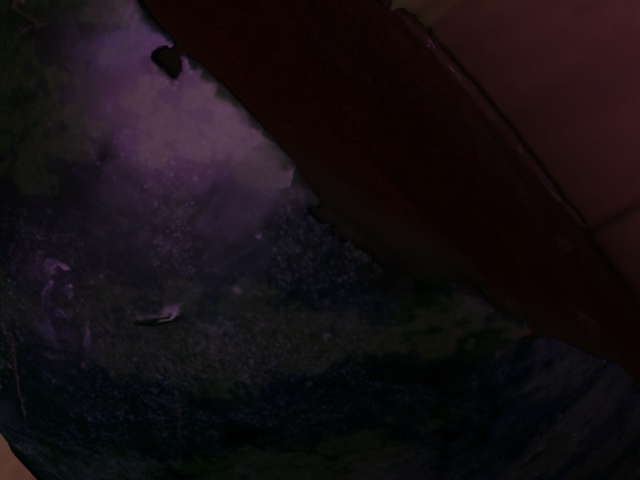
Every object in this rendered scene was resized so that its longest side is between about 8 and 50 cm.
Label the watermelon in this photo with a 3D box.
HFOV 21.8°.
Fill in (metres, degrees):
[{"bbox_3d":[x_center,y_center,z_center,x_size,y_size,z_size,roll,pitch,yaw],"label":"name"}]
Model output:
[{"bbox_3d":[0.018,0.026,0.655,0.222,0.292,0.319,17,102,35],"label":"watermelon"}]
